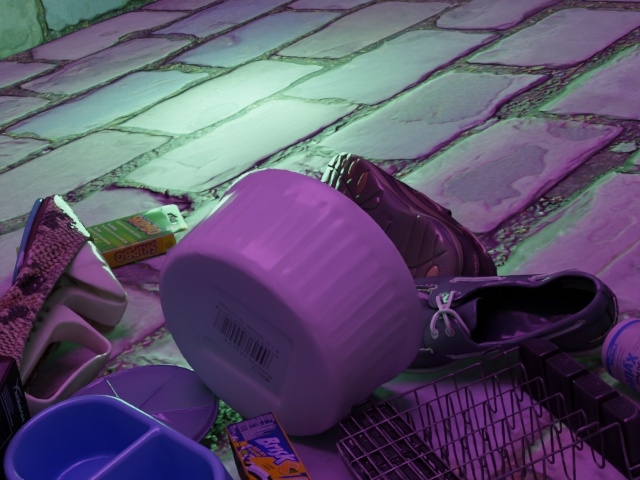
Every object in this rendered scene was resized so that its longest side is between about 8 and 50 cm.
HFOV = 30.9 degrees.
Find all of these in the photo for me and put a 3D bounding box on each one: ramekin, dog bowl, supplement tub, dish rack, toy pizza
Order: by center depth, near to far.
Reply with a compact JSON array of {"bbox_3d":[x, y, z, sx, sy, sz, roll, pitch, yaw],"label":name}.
[{"bbox_3d":[-0.193,0.241,1.117,0.297,0.074,0.166,20,45,41],"label":"dog bowl"},{"bbox_3d":[0.160,0.191,1.119,0.271,0.074,0.208,-20,24,-15],"label":"dish rack"},{"bbox_3d":[0.344,0.127,1.174,0.071,0.071,0.107,-21,25,-20],"label":"supplement tub"},{"bbox_3d":[-0.041,0.074,1.229,0.277,0.277,0.135,9,38,39],"label":"ramekin"},{"bbox_3d":[-0.209,0.207,1.288,0.201,0.032,0.201,-9,29,5],"label":"toy pizza"}]

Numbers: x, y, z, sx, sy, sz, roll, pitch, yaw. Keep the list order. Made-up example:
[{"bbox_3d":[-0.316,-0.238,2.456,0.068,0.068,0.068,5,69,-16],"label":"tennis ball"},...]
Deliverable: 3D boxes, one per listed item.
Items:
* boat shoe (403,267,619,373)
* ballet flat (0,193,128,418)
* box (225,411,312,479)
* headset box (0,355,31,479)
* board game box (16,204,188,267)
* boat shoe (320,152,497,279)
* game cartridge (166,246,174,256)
[{"bbox_3d":[0.165,0.077,1.280,0.319,0.099,0.116,-3,64,15],"label":"boat shoe"},{"bbox_3d":[-0.346,0.110,1.463,0.182,0.164,0.483,12,32,1],"label":"ballet flat"},{"bbox_3d":[-0.042,0.235,1.120,0.054,0.059,0.169,-18,24,-11],"label":"box"},{"bbox_3d":[-0.432,0.241,1.106,0.218,0.110,0.293,6,42,7],"label":"headset box"},{"bbox_3d":[-0.336,0.008,1.790,0.259,0.039,0.124,-19,25,-10],"label":"board game box"},{"bbox_3d":[0.105,-0.005,1.526,0.130,0.132,0.355,19,17,-33],"label":"boat shoe"},{"bbox_3d":[-0.195,0.026,1.712,0.056,0.017,0.083,-17,24,-21],"label":"game cartridge"}]
